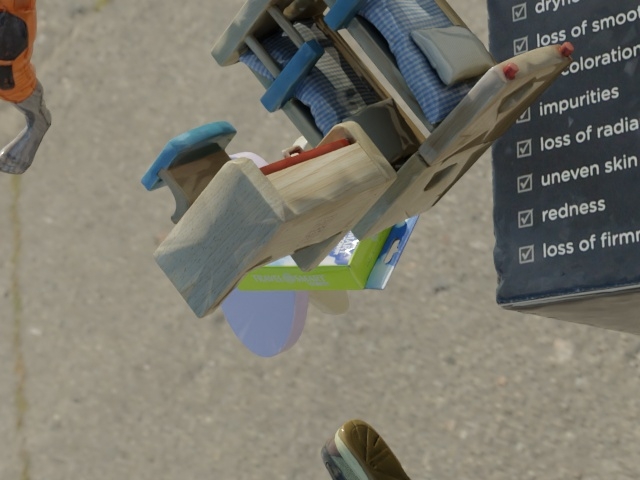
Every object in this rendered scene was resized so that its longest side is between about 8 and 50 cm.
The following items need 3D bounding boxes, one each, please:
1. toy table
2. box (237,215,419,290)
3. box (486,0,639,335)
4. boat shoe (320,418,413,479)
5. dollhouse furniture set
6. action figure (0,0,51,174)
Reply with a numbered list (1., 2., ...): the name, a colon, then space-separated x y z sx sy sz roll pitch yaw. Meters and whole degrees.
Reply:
1. toy table: -0.043 0.002 2.037 0.252 0.161 0.274 20 119 41
2. box: 0.000 0.000 1.519 0.178 0.042 0.109 -1 47 35
3. box: 0.398 -0.187 1.191 0.480 0.297 0.471 -11 75 41
4. boat shoe: 0.055 0.219 1.230 0.049 0.056 0.152 -42 73 41
5. dollhouse furniture set: -0.002 -0.076 0.695 0.129 0.184 0.129 52 130 12
6. action figure: -0.278 -0.260 1.123 0.341 0.179 0.330 48 138 20
